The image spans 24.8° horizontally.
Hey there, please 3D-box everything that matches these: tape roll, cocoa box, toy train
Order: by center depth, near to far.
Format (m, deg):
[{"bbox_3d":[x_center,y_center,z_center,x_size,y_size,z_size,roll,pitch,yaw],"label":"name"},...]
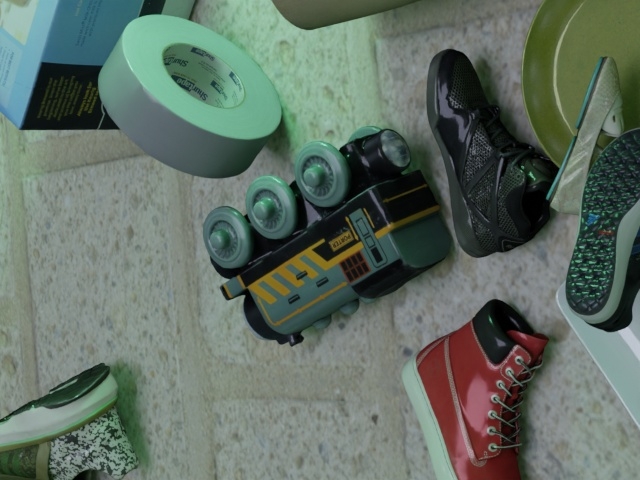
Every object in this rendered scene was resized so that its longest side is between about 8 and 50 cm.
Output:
[{"bbox_3d":[0.000,0.000,1.714,0.334,0.142,0.190,-32,81,40],"label":"toy train"},{"bbox_3d":[-0.159,-0.177,1.782,0.219,0.219,0.072,54,127,25],"label":"tape roll"},{"bbox_3d":[-0.319,-0.345,1.911,0.231,0.228,0.347,40,119,33],"label":"cocoa box"}]

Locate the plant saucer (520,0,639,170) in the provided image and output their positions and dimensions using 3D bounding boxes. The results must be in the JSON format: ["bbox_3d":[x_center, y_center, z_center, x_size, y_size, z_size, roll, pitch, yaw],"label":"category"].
[{"bbox_3d":[0.310,-0.169,1.468,0.241,0.037,0.241,5,98,42],"label":"plant saucer"}]

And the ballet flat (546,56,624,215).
[{"bbox_3d":[0.276,-0.102,1.455,0.052,0.057,0.168,22,115,11],"label":"ballet flat"}]

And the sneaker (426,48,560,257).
[{"bbox_3d":[0.190,-0.103,1.553,0.130,0.087,0.228,-15,87,43],"label":"sneaker"}]

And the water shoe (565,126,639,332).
[{"bbox_3d":[0.293,-0.011,1.419,0.073,0.080,0.203,14,78,39],"label":"water shoe"}]

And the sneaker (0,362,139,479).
[{"bbox_3d":[-0.406,0.329,2.127,0.410,0.158,0.182,-29,91,46],"label":"sneaker"}]

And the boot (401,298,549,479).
[{"bbox_3d":[0.200,0.195,1.573,0.176,0.088,0.244,-40,64,36],"label":"boot"}]

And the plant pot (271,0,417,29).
[{"bbox_3d":[0.100,-0.361,1.534,0.274,0.256,0.257,-1,93,26],"label":"plant pot"}]

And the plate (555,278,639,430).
[{"bbox_3d":[0.393,0.082,1.407,0.277,0.045,0.278,-48,62,35],"label":"plate"}]
